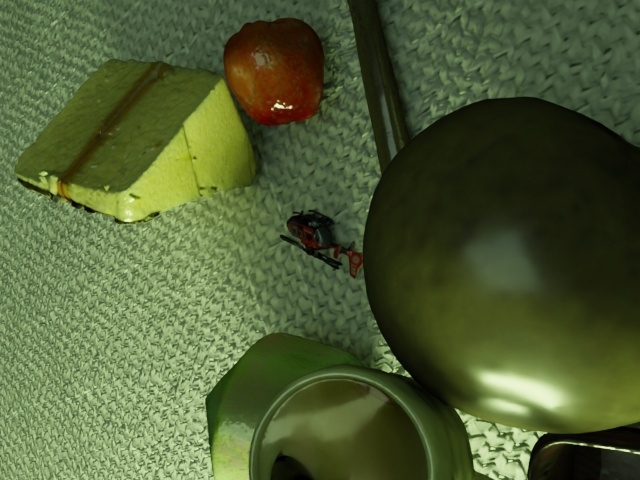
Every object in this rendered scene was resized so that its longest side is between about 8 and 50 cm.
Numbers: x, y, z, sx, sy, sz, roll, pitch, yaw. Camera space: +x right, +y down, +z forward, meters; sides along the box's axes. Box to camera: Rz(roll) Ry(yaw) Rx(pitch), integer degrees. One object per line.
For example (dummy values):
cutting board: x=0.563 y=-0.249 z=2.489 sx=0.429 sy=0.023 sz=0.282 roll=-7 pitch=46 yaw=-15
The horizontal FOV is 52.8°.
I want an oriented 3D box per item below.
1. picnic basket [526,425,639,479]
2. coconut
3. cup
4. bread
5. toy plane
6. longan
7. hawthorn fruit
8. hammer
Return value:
picnic basket: x=0.351 y=0.276 z=0.587 sx=0.297 sy=0.129 sz=0.222 roll=2 pitch=95 yaw=35
coconut: x=-0.045 y=0.235 z=0.816 sx=0.236 sy=0.204 sz=0.236 roll=8 pitch=113 yaw=21
cup: x=0.087 y=0.202 z=0.594 sx=0.255 sy=0.202 sz=0.173 roll=-10 pitch=71 yaw=19
bread: x=-0.258 y=-0.103 z=0.908 sx=0.263 sy=0.236 sz=0.198 roll=17 pitch=147 yaw=34
toy plane: x=0.000 y=0.000 z=0.872 sx=0.145 sy=0.037 sz=0.060 roll=27 pitch=112 yaw=32
longan: x=0.194 y=0.022 z=0.580 sx=0.319 sy=0.319 sz=0.319 roll=2 pitch=94 yaw=35
hawthorn fruit: x=-0.059 y=-0.216 z=0.846 sx=0.133 sy=0.133 sz=0.138 roll=-21 pitch=90 yaw=34
hammer: x=0.071 y=-0.209 z=0.808 sx=0.168 sy=0.044 sz=0.440 roll=-14 pitch=85 yaw=36
